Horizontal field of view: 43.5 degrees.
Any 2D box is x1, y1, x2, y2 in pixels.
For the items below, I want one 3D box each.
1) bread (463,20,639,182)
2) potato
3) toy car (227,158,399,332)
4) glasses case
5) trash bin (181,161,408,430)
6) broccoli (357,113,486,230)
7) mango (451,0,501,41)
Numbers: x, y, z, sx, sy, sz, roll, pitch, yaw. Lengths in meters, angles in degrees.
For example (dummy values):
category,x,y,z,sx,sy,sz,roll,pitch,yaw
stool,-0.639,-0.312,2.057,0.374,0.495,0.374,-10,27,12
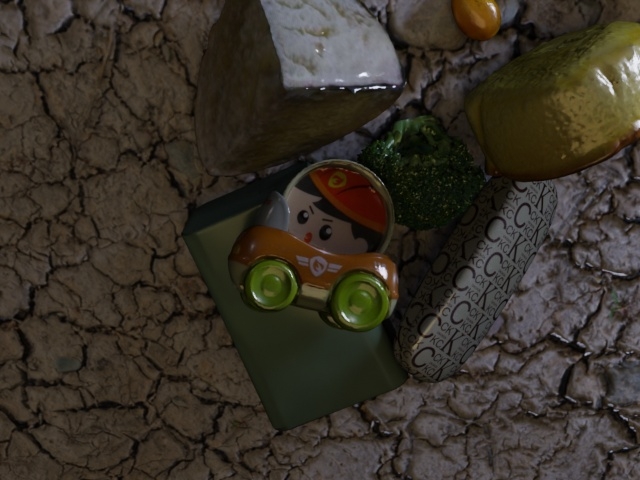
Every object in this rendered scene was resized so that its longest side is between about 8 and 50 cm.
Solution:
category,x,y,z,sx,sy,sz,roll,pitch,yaw
bread,0.324,-0.176,1.044,0.269,0.270,0.148,-27,107,10
potato,-0.048,-0.228,1.108,0.189,0.211,0.264,-7,159,-38
toy car,0.000,0.000,1.045,0.235,0.145,0.235,1,85,-9
glasses case,0.229,0.048,1.177,0.137,0.085,0.355,34,89,-43
trash bin,-0.036,0.083,1.201,0.222,0.158,0.343,-22,111,8
broccoli,0.136,-0.090,1.139,0.195,0.195,0.156,-19,78,6
mango,0.211,-0.316,1.101,0.060,0.046,0.089,-27,98,7
